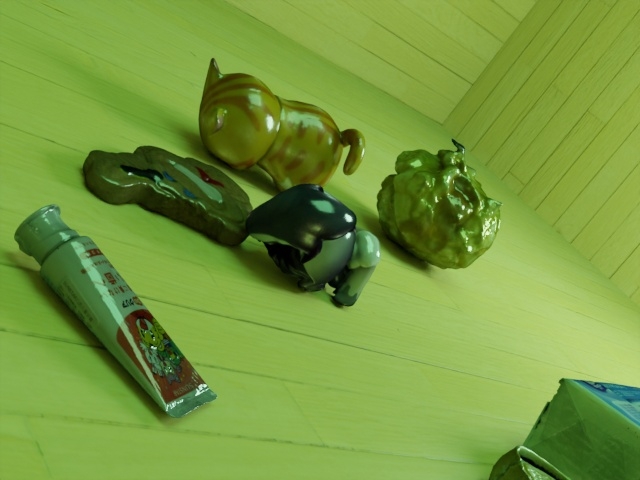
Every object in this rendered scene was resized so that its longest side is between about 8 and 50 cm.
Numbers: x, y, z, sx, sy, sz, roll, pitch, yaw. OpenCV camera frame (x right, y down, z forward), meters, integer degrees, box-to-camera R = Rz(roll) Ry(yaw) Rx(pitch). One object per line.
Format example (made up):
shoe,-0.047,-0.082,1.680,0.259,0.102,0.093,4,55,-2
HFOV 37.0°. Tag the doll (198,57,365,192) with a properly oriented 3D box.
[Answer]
doll,-0.084,-0.174,1.585,0.269,0.162,0.167,15,40,-31

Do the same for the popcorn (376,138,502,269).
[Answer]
popcorn,0.231,-0.067,1.827,0.249,0.225,0.249,39,6,-5

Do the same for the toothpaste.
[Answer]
toothpaste,-0.190,0.069,0.881,0.234,0.057,0.089,48,17,9

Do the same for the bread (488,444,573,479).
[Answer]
bread,0.270,0.315,1.132,0.156,0.064,0.117,38,20,-1

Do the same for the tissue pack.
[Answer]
tissue pack,0.442,0.303,1.344,0.263,0.146,0.198,13,19,-48

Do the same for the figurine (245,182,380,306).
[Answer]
figurine,0.000,0.000,1.298,0.222,0.145,0.145,27,18,-50

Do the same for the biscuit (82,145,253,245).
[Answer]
biscuit,-0.189,-0.068,1.268,0.183,0.047,0.319,44,19,33
